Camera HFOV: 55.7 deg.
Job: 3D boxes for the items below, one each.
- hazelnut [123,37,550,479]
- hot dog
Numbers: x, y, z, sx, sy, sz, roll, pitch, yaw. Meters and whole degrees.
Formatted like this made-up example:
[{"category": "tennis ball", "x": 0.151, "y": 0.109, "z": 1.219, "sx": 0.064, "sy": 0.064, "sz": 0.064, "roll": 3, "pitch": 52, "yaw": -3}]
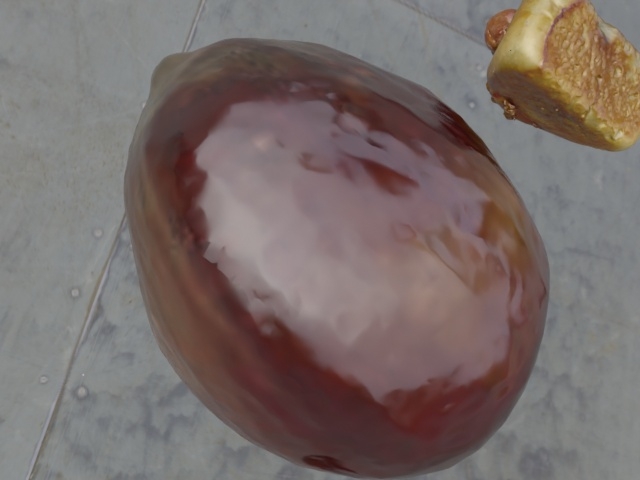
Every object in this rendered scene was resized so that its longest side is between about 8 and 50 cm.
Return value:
[{"category": "hazelnut", "x": 0.000, "y": 0.000, "z": 0.560, "sx": 0.352, "sy": 0.421, "sz": 0.421, "roll": -24, "pitch": 87, "yaw": 12}, {"category": "hot dog", "x": 0.318, "y": -0.226, "z": 0.811, "sx": 0.256, "sy": 0.153, "sz": 0.150, "roll": 27, "pitch": 94, "yaw": -29}]
